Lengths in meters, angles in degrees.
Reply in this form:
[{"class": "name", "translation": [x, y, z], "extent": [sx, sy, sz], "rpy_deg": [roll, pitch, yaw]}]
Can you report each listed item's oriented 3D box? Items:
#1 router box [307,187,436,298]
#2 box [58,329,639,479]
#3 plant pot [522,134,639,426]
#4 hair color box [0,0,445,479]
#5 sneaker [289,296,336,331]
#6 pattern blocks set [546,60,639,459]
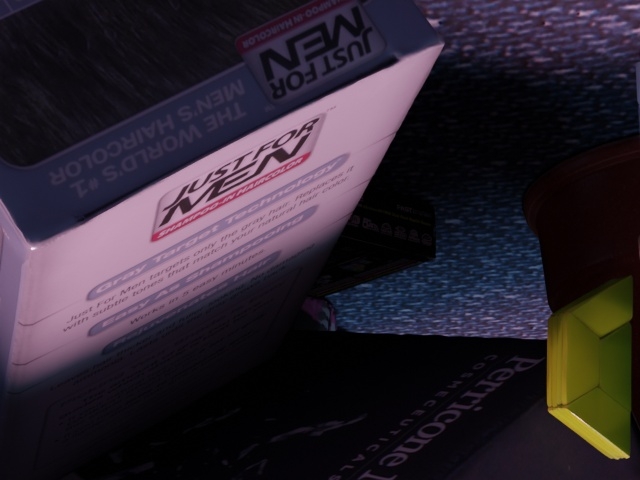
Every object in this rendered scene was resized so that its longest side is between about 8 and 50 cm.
[{"class": "router box", "translation": [0.000, 0.000, 1.152], "extent": [0.092, 0.038, 0.122], "rpy_deg": [15, 157, -37]}, {"class": "box", "translation": [-0.112, 0.281, 0.982], "extent": [0.480, 0.297, 0.472], "rpy_deg": [-35, -158, -35]}, {"class": "plant pot", "translation": [0.260, 0.098, 1.085], "extent": [0.272, 0.265, 0.272], "rpy_deg": [1, 162, 0]}, {"class": "hair color box", "translation": [-0.092, -0.007, 0.836], "extent": [0.185, 0.113, 0.374], "rpy_deg": [-29, 167, -22]}, {"class": "sneaker", "translation": [-0.028, 0.091, 1.394], "extent": [0.077, 0.072, 0.178], "rpy_deg": [7, 158, 13]}, {"class": "pattern blocks set", "translation": [0.234, 0.074, 0.927], "extent": [0.285, 0.324, 0.026], "rpy_deg": [15, 165, -26]}]
